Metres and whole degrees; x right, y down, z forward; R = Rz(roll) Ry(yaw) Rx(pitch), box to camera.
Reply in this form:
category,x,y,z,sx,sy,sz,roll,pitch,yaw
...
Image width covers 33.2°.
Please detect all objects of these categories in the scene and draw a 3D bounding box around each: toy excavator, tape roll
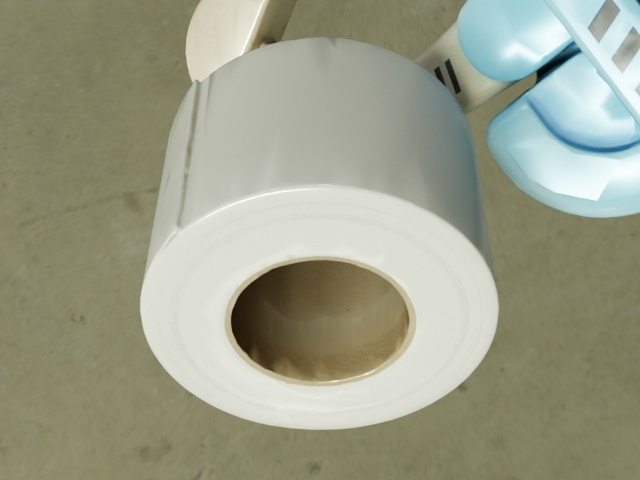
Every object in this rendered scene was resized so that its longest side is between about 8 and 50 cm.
category,x,y,z,sx,sy,sz,roll,pitch,yaw
toy excavator,0.157,-0.138,0.871,0.445,0.222,0.433,-39,88,22
tape roll,0.000,0.000,0.782,0.246,0.169,0.246,0,134,0
